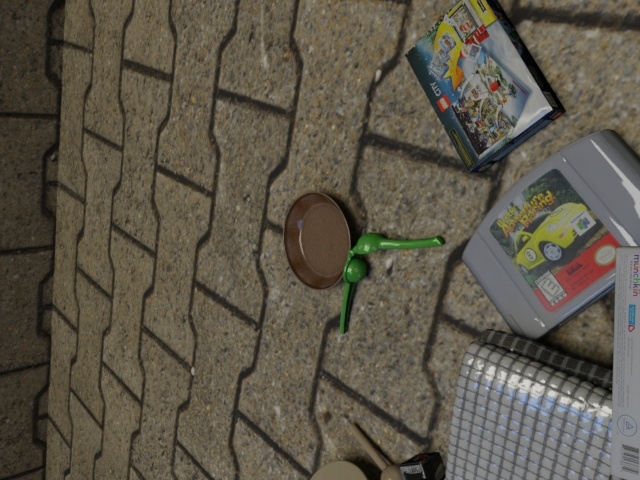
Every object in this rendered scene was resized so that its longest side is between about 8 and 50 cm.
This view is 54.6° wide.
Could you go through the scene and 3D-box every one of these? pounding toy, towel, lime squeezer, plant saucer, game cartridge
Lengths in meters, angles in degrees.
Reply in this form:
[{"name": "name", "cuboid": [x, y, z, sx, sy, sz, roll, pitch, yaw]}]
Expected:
[{"name": "pounding toy", "cuboid": [0.075, 0.509, 1.202, 0.237, 0.110, 0.183, -56, 39, 0]}, {"name": "towel", "cuboid": [0.313, 0.287, 0.873, 0.235, 0.121, 0.284, 18, 118, 36]}, {"name": "lime squeezer", "cuboid": [0.094, 0.052, 1.149, 0.110, 0.059, 0.310, 40, 128, -1]}, {"name": "plant saucer", "cuboid": [0.000, 0.000, 1.242, 0.198, 0.036, 0.199, 9, 103, 46]}, {"name": "game cartridge", "cuboid": [0.336, -0.003, 0.872, 0.294, 0.060, 0.196, -51, 55, 38]}]

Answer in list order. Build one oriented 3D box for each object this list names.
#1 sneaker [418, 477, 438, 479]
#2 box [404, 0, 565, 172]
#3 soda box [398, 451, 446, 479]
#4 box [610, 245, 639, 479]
[{"name": "sneaker", "cuboid": [0.238, 0.517, 0.929, 0.319, 0.112, 0.131, 43, 116, 46]}, {"name": "box", "cuboid": [0.242, -0.243, 0.944, 0.159, 0.044, 0.233, -40, 67, 42]}, {"name": "soda box", "cuboid": [0.196, 0.461, 1.075, 0.053, 0.060, 0.169, -25, 77, 43]}, {"name": "box", "cuboid": [0.438, 0.137, 0.636, 0.231, 0.126, 0.262, -3, 83, 56]}]
